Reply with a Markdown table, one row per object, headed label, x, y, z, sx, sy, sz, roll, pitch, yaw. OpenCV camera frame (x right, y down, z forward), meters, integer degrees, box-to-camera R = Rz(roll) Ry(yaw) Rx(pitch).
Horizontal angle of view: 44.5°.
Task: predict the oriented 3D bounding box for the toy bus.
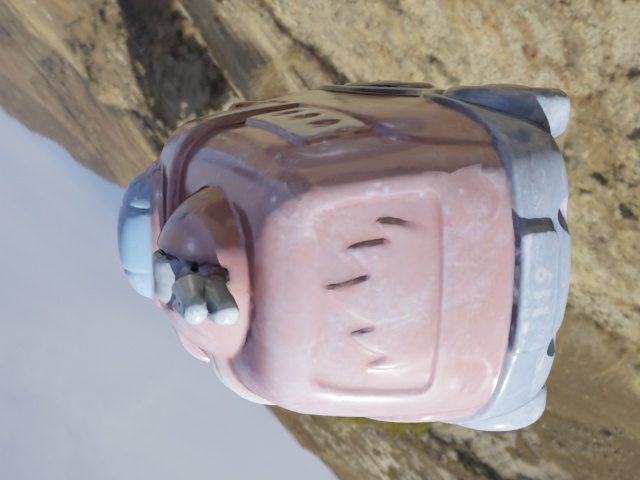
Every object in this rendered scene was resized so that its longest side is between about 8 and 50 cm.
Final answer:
| label | x | y | z | sx | sy | sz | roll | pitch | yaw |
| --- | --- | --- | --- | --- | --- | --- | --- | --- | --- |
| toy bus | 0.000 | 0.000 | 0.483 | 0.294 | 0.232 | 0.197 | -152 | 60 | -62 |
